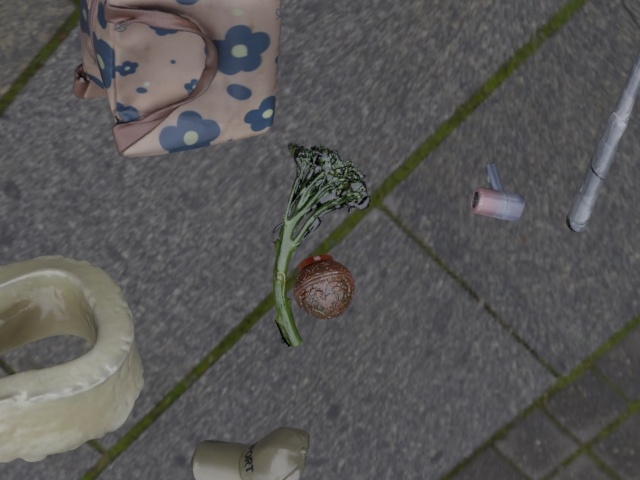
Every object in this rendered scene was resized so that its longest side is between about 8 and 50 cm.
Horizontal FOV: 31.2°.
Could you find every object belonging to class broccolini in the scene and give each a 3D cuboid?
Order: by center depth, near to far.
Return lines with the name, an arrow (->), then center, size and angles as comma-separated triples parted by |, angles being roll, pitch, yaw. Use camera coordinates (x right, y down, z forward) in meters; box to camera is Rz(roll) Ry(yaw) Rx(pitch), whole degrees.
broccolini -> -0.003, 0.008, 1.504 | 0.123, 0.062, 0.271 | 7, 97, -15

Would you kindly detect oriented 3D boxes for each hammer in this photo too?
hammer -> 0.408, -0.188, 1.534 | 0.044, 0.152, 0.427 | 11, 130, -2

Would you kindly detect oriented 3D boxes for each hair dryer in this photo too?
hair dryer -> 0.229, -0.073, 1.536 | 0.063, 0.114, 0.037 | 11, 128, -13

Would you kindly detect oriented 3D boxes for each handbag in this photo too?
handbag -> -0.158, -0.219, 1.215 | 0.193, 0.190, 0.251 | -16, 137, -23

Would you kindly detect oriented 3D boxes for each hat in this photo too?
hat -> -0.109, 0.334, 1.755 | 0.175, 0.147, 0.085 | 9, 129, 2

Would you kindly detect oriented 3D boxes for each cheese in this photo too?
cheese -> -0.441, 0.177, 1.714 | 0.332, 0.292, 0.153 | -20, 137, -16

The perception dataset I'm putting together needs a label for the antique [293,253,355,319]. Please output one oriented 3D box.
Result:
antique -> 0.006, 0.077, 1.817 | 0.104, 0.104, 0.104 | 3, 108, 8
